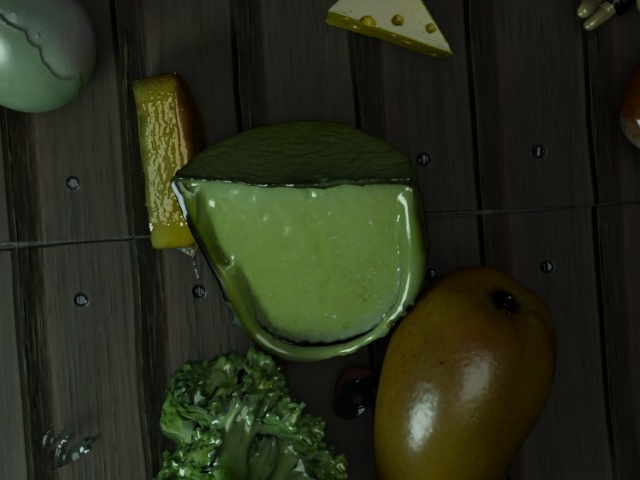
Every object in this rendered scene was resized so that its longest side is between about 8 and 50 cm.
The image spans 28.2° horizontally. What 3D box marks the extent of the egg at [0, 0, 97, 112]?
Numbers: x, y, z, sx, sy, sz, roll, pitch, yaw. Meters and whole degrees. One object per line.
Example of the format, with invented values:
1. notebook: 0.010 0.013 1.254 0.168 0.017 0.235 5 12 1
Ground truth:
1. egg: -0.394 -0.266 1.704 0.183 0.217 0.183 0 88 0

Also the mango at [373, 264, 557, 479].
1. mango: 0.181 0.219 1.709 0.221 0.264 0.378 19 106 5

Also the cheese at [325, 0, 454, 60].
1. cheese: 0.114 -0.307 1.784 0.171 0.093 0.126 40 88 -3

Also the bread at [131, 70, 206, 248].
1. bread: -0.206 -0.111 1.768 0.094 0.102 0.245 -6 88 0

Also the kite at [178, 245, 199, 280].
1. kite: -0.190 0.017 1.816 0.044 0.002 0.078 6 89 -2

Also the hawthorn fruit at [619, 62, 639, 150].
1. hawthorn fruit: 0.529 -0.195 1.742 0.235 0.231 0.262 25 51 -25

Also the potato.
1. potato: 0.000 0.000 1.744 0.330 0.212 0.280 0 114 15

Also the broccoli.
1. broccoli: -0.108 0.353 1.694 0.277 0.317 0.338 18 124 -9

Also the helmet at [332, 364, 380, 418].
1. helmet: 0.047 0.207 1.801 0.065 0.049 0.084 23 118 -35

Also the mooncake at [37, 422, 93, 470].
1. mooncake: -0.489 0.217 1.778 0.347 0.057 0.150 45 101 -4

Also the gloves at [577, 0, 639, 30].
1. gloves: 0.415 -0.392 1.786 0.164 0.124 0.203 35 111 20
